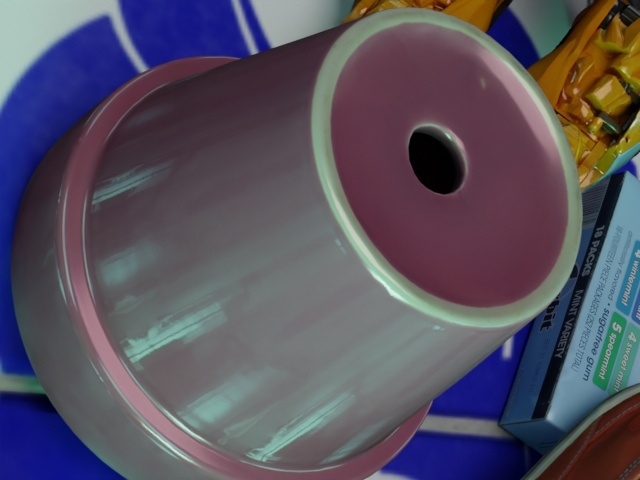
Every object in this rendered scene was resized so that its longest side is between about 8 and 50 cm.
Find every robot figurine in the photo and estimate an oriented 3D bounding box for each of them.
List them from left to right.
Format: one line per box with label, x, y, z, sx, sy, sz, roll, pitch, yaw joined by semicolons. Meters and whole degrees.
robot figurine;0.136;-0.144;0.804;0.211;0.085;0.291;37;64;4

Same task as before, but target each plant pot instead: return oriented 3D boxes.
plant pot;0.000;0.000;0.631;0.201;0.180;0.201;14;64;-32

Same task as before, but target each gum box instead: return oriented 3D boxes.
gum box;0.198;0.077;0.856;0.184;0.041;0.157;35;62;-24

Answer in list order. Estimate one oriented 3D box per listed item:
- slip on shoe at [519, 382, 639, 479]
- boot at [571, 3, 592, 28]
slip on shoe;0.100;0.192;0.703;0.331;0.101;0.123;-43;107;-22
boot;0.197;-0.144;0.908;0.158;0.059;0.084;-13;72;-35
